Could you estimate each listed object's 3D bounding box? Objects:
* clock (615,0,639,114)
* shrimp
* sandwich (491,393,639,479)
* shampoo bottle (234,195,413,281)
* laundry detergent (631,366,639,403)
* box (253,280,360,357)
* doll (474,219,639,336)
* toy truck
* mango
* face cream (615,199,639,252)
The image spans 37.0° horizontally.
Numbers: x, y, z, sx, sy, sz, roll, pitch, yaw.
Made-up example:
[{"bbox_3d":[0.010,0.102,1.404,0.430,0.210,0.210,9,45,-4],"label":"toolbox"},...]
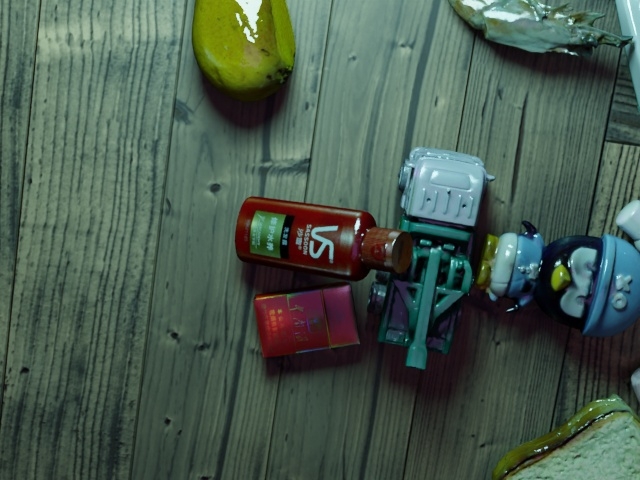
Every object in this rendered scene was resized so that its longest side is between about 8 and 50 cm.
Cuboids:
[{"bbox_3d":[0.637,-0.341,1.558,0.262,0.116,0.231,-12,89,3],"label":"clock"},{"bbox_3d":[0.362,-0.425,1.569,0.360,0.085,0.247,32,98,9],"label":"shrimp"},{"bbox_3d":[0.476,0.448,1.699,0.301,0.099,0.271,-33,92,9],"label":"sandwich"},{"bbox_3d":[-0.001,0.000,1.577,0.314,0.076,0.118,9,87,33],"label":"shampoo bottle"},{"bbox_3d":[0.691,0.340,1.682,0.159,0.088,0.335,-35,97,5],"label":"laundry detergent"},{"bbox_3d":[-0.024,0.140,1.688,0.175,0.048,0.112,-10,98,3],"label":"box"},{"bbox_3d":[0.425,0.067,1.623,0.314,0.141,0.177,11,93,3],"label":"doll"},{"bbox_3d":[0.188,0.029,1.607,0.176,0.178,0.363,11,96,0],"label":"toy truck"},{"bbox_3d":[-0.133,-0.361,1.580,0.167,0.130,0.262,-6,92,7],"label":"mango"},{"bbox_3d":[0.622,0.032,1.641,0.269,0.082,0.082,39,97,-5],"label":"face cream"}]
